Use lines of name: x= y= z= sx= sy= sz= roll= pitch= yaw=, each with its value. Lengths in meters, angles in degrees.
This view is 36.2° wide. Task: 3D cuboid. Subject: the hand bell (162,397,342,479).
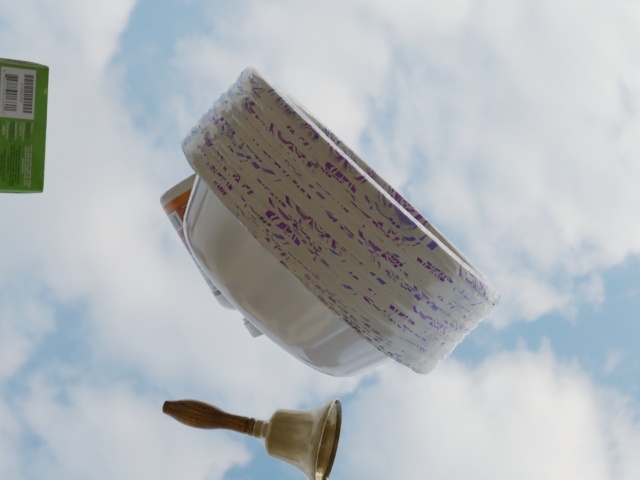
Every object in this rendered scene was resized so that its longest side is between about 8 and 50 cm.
hand bell: x=-0.103 y=0.255 z=1.341 sx=0.242 sy=0.126 sz=0.126 roll=9 pitch=-110 yaw=14

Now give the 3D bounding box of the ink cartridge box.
ink cartridge box: x=-0.510 y=-0.174 z=1.473 sx=0.255 sy=0.097 sz=0.189 roll=10 pitch=-82 yaw=50

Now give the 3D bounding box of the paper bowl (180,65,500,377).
paper bowl: x=0.000 y=0.000 z=0.818 sx=0.148 sy=0.284 sz=0.284 roll=-47 pitch=-109 yaw=8

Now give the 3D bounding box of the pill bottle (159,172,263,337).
pill bottle: x=-0.101 y=0.009 z=1.244 sx=0.121 sy=0.121 sz=0.216 roll=-31 pitch=-86 yaw=-7
